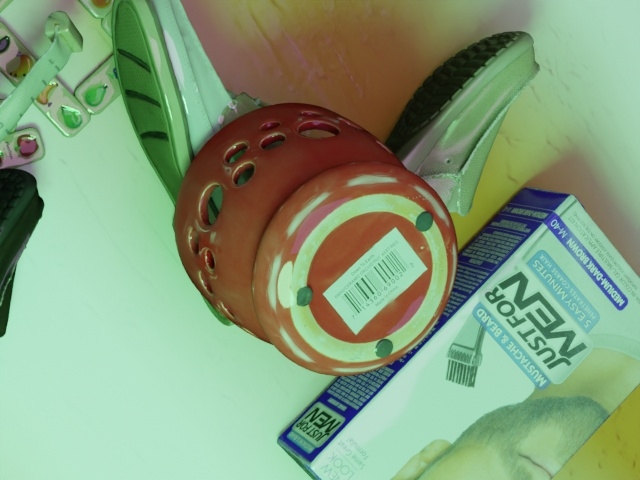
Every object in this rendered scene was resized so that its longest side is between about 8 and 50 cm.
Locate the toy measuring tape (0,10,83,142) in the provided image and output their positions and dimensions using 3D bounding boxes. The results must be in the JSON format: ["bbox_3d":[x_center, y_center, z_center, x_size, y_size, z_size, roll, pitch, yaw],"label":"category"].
[{"bbox_3d":[-0.326,-0.064,1.182,0.121,0.121,0.330,39,75,-17],"label":"toy measuring tape"}]

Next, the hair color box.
[{"bbox_3d":[0.148,0.133,1.354,0.339,0.110,0.185,-45,107,-8],"label":"hair color box"}]

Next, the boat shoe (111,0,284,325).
[{"bbox_3d":[-0.088,-0.082,1.258,0.103,0.113,0.302,-25,115,-19],"label":"boat shoe"}]

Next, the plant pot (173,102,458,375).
[{"bbox_3d":[0.000,0.000,1.164,0.191,0.174,0.191,-7,109,-22],"label":"plant pot"}]

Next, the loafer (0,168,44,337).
[{"bbox_3d":[-0.291,0.042,1.225,0.220,0.080,0.078,-60,141,-6],"label":"loafer"}]

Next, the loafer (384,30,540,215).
[{"bbox_3d":[0.107,-0.072,1.330,0.092,0.102,0.268,41,91,-19],"label":"loafer"}]

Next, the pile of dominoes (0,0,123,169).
[{"bbox_3d":[-0.274,-0.184,1.219,0.196,0.040,0.251,-46,106,-10],"label":"pile of dominoes"}]
